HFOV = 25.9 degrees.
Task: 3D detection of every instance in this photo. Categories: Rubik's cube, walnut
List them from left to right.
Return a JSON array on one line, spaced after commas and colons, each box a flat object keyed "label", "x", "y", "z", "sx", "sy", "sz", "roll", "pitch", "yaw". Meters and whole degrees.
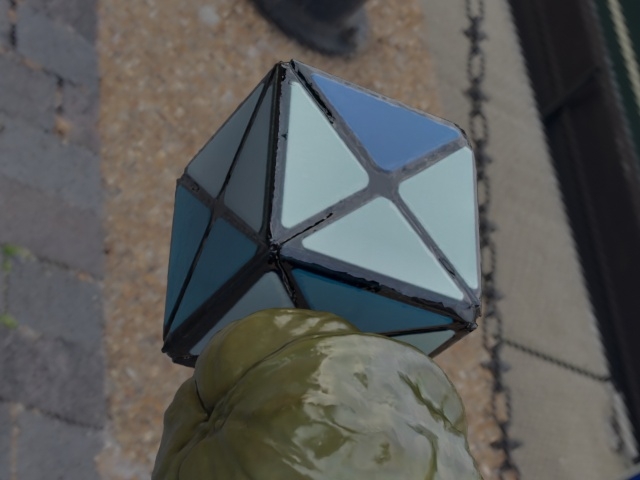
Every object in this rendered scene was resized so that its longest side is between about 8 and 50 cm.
[{"label": "walnut", "x": 0.000, "y": 0.198, "z": 1.168, "sx": 0.277, "sy": 0.282, "sz": 0.253, "roll": 40, "pitch": 69, "yaw": -41}, {"label": "Rubik's cube", "x": 0.001, "y": 0.000, "z": 1.437, "sx": 0.250, "sy": 0.248, "sz": 0.246, "roll": 19, "pitch": 51, "yaw": -23}]
